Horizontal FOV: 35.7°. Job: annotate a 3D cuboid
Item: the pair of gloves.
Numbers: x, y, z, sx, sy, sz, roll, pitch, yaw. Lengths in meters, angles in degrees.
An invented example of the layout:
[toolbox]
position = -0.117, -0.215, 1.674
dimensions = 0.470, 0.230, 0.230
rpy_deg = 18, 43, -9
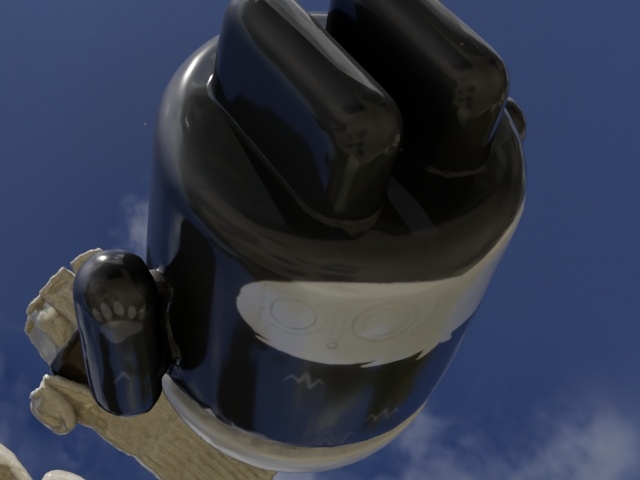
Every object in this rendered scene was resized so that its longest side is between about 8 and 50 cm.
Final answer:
[pair of gloves]
position = -0.168, 0.148, 0.659
dimensions = 0.240, 0.042, 0.204
rpy_deg = -41, -97, 10

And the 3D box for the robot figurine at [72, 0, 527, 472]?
[robot figurine]
position = -0.003, -0.001, 0.497
dimensions = 0.209, 0.278, 0.173
rpy_deg = 8, -129, -5
